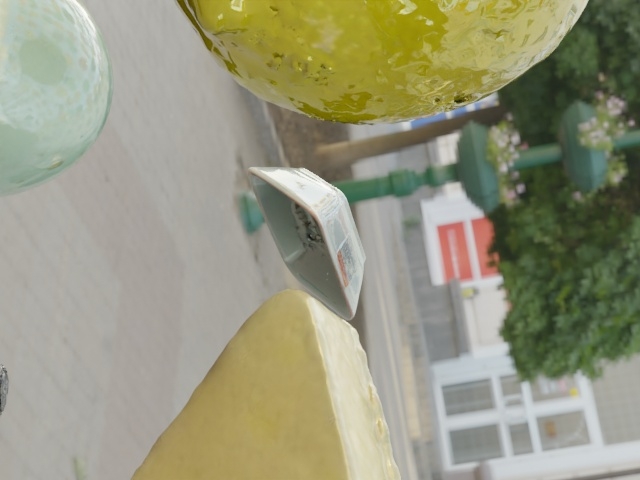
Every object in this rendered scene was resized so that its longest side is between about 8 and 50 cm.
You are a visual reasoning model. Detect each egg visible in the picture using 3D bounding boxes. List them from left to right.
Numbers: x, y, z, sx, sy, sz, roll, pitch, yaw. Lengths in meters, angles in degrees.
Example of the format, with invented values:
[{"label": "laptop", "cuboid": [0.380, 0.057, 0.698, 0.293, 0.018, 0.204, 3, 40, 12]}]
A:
[{"label": "egg", "cuboid": [-0.207, -0.098, 0.631, 0.149, 0.192, 0.150, 12, 90, -69]}]

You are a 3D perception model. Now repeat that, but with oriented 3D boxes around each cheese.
[{"label": "cheese", "cuboid": [-0.041, 0.273, 1.198, 0.104, 0.383, 0.384, 39, 35, -41]}]

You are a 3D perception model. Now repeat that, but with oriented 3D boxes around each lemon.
[{"label": "lemon", "cuboid": [0.028, -0.134, 0.460, 0.173, 0.206, 0.174, 161, -90, -74]}]

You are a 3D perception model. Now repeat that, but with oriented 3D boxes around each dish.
[{"label": "dish", "cuboid": [0.000, 0.000, 1.426, 0.154, 0.064, 0.234, 35, -25, 40]}]

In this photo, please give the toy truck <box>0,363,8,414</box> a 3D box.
[{"label": "toy truck", "cuboid": [-0.395, 0.157, 1.124, 0.286, 0.136, 0.111, 113, -17, -71]}]
